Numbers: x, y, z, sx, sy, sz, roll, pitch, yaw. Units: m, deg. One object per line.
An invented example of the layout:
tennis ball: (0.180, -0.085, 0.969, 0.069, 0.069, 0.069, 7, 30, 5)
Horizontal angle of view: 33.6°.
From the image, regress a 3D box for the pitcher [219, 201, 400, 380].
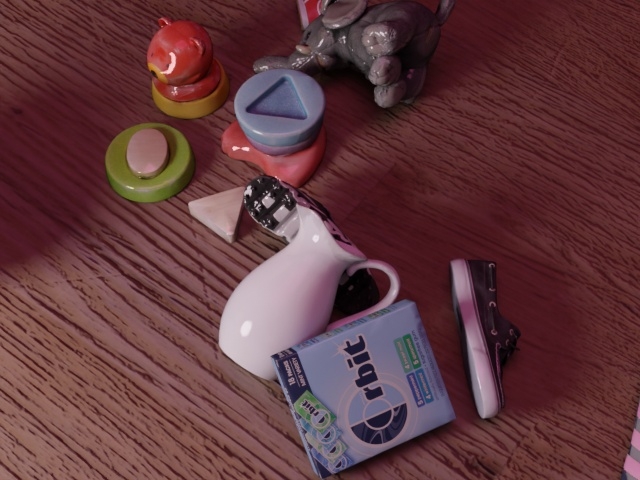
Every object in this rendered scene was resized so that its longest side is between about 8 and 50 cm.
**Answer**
pitcher: (-0.015, 0.083, 1.333, 0.178, 0.125, 0.207, 34, 93, -10)

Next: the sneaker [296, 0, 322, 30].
sneaker: (-0.006, -0.393, 1.708, 0.067, 0.042, 0.118, -9, 65, 0)

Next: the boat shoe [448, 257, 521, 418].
boat shoe: (0.217, 0.118, 1.352, 0.076, 0.080, 0.228, -6, 49, -1)

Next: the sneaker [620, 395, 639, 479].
sneaker: (0.416, 0.239, 1.230, 0.112, 0.131, 0.319, 10, 58, 7)

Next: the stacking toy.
stacking toy: (-0.160, -0.172, 1.515, 0.309, 0.130, 0.279, 25, 60, 17)

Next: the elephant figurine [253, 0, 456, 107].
elephant figurine: (0.046, -0.307, 1.596, 0.239, 0.169, 0.186, 27, 31, 35)

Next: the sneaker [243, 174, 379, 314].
sneaker: (0.000, 0.000, 1.427, 0.234, 0.106, 0.078, 46, 105, 4)

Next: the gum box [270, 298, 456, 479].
gum box: (0.053, 0.178, 1.282, 0.184, 0.041, 0.157, -22, 98, -13)
